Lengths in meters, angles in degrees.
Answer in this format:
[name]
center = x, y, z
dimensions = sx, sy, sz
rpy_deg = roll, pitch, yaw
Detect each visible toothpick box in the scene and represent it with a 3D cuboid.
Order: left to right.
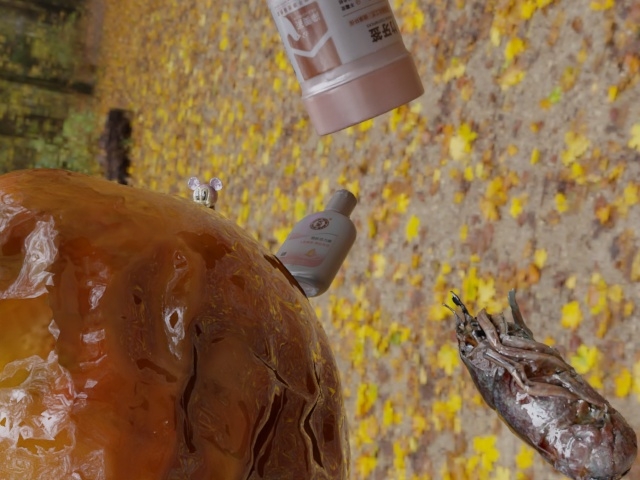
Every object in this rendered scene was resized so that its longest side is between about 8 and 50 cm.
[toothpick box]
center = 0.015, -0.172, 0.704
dimensions = 0.149, 0.098, 0.098
rpy_deg = 68, 163, -10

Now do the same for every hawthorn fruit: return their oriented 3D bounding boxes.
[hawthorn fruit]
center = -0.174, 0.175, 0.675
dimensions = 0.472, 0.471, 0.472
rpy_deg = -173, 90, -70

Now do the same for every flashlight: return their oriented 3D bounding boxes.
[flashlight]
center = -0.157, -0.031, 1.173
dimensions = 0.031, 0.052, 0.110
rpy_deg = -37, -52, -68

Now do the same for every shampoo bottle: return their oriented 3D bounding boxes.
[shampoo bottle]
center = 0.000, 0.000, 0.981
dimensions = 0.165, 0.080, 0.040
rpy_deg = -59, -38, -44

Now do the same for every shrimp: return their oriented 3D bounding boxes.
[shrimp]
center = 0.148, 0.096, 0.618
dimensions = 0.190, 0.073, 0.075
rpy_deg = 45, 152, 46
